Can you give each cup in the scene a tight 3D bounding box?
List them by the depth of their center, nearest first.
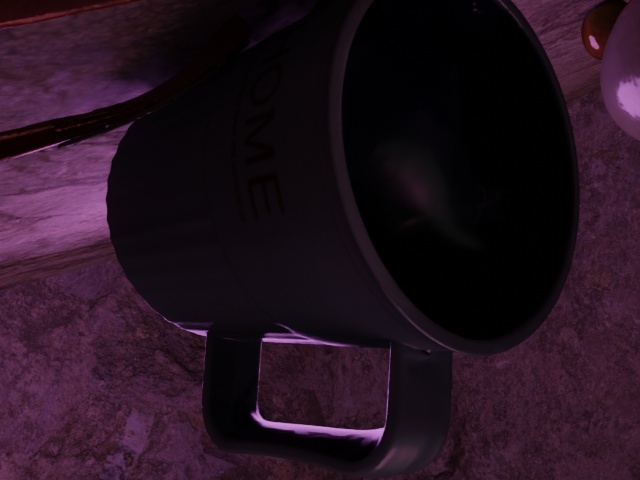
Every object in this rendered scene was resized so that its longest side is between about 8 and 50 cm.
[{"bbox_3d":[0.013,-0.010,0.606,0.257,0.331,0.311,-27,-167,-40],"label":"cup"}]

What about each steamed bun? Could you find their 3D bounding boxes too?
[{"bbox_3d":[0.448,-0.241,0.845,0.283,0.177,0.283,-25,171,-5],"label":"steamed bun"}]

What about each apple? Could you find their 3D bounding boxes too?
[{"bbox_3d":[0.387,-0.280,0.984,0.084,0.071,0.084,-18,-172,3],"label":"apple"}]

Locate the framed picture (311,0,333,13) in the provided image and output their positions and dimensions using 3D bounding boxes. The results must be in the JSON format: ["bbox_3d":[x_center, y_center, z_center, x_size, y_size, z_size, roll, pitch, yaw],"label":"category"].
[{"bbox_3d":[0.064,-0.198,0.686,0.184,0.016,0.250,-19,180,-10],"label":"framed picture"}]

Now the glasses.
[{"bbox_3d":[-0.115,-0.086,0.406,0.268,0.118,0.234,-19,178,-25],"label":"glasses"}]
